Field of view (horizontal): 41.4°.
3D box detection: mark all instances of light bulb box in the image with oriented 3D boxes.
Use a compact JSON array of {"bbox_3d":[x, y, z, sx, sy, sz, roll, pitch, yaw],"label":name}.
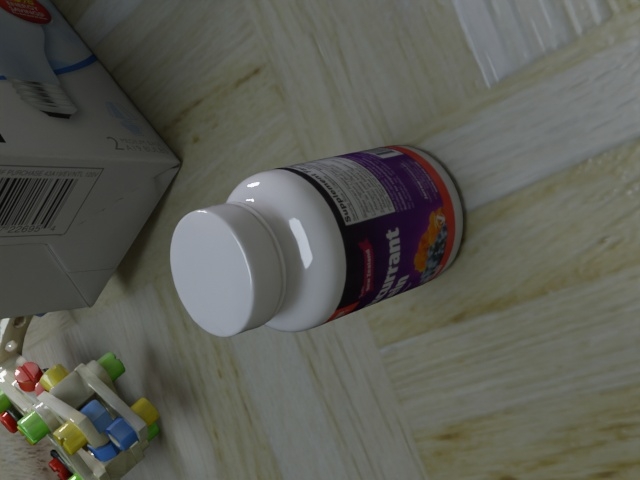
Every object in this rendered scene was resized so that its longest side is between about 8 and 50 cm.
[{"bbox_3d":[-0.398,-0.116,0.805,0.361,0.358,0.225,49,117,22],"label":"light bulb box"}]

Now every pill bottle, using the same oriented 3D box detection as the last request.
[{"bbox_3d":[0.000,0.000,0.574,0.108,0.193,0.108,16,114,42],"label":"pill bottle"}]

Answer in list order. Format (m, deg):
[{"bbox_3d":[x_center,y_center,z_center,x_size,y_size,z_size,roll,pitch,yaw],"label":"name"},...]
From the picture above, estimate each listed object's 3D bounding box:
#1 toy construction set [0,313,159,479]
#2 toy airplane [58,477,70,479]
[{"bbox_3d":[-0.306,0.161,0.965,0.328,0.151,0.215,45,155,36],"label":"toy construction set"},{"bbox_3d":[-0.444,0.432,1.098,0.386,0.272,0.384,29,122,36],"label":"toy airplane"}]
